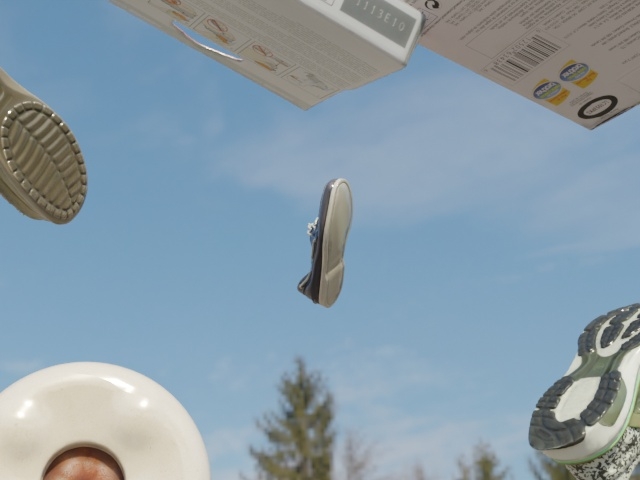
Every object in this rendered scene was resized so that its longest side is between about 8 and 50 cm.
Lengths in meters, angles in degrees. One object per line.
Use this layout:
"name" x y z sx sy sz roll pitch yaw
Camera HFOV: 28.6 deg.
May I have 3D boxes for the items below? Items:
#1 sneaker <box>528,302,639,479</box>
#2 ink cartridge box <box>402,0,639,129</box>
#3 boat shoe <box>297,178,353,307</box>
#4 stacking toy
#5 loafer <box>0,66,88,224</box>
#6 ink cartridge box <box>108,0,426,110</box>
"sneaker" 0.447 0.227 1.804 0.158 0.182 0.410 -8 26 48
"ink cartridge box" 0.252 -0.263 1.240 0.395 0.151 0.270 24 -26 -19
"boat shoe" 0.000 0.000 1.828 0.065 0.206 0.075 20 31 25
"stacking toy" -0.353 0.405 1.892 0.351 0.350 0.480 0 -21 -9
"loafer" -0.357 -0.124 1.356 0.092 0.102 0.268 -9 -53 44
"ink cartridge box" -0.071 -0.227 1.182 0.275 0.060 0.239 28 -13 -18
